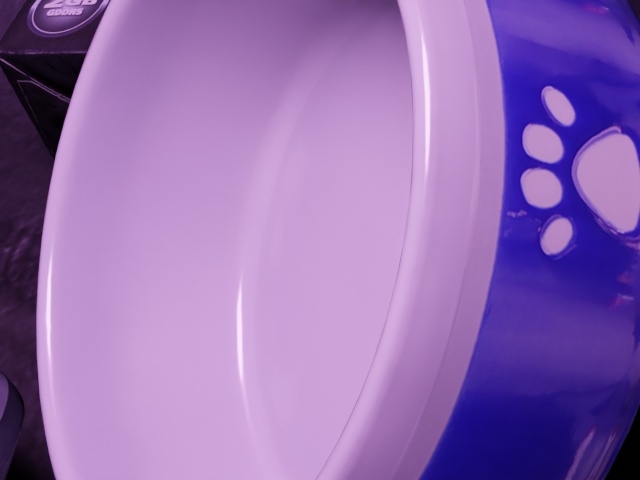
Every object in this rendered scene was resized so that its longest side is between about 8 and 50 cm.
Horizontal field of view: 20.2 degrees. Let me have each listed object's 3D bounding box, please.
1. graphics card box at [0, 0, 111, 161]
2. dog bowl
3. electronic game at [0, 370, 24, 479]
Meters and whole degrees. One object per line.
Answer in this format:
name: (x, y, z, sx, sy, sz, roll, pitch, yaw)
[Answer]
graphics card box: (0.014, -0.190, 0.936, 0.233, 0.094, 0.371, 3, 50, 26)
dog bowl: (0.000, 0.000, 0.640, 0.104, 0.265, 0.265, 10, 32, -32)
electronic game: (-0.213, 0.125, 0.697, 0.229, 0.048, 0.229, -30, 18, 11)
